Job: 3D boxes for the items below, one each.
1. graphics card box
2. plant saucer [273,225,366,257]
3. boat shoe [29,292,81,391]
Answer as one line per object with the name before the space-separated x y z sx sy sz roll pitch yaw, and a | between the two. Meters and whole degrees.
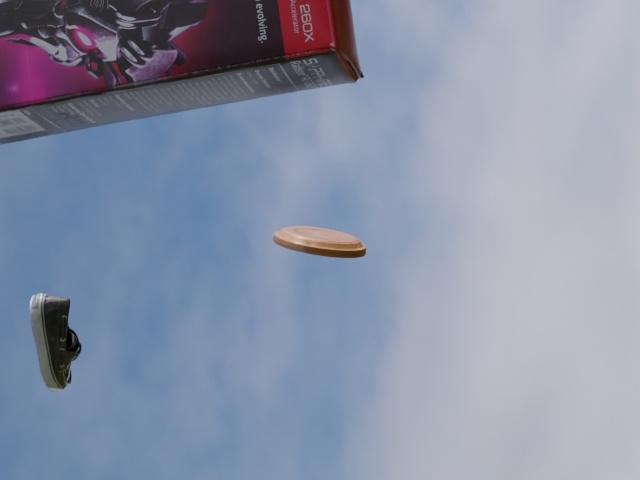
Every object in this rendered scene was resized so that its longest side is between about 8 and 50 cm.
graphics card box | -0.170 -0.203 1.031 0.094 0.371 0.232 35 -133 -76
plant saucer | 0.000 0.000 1.248 0.083 0.083 0.013 -9 -70 -62
boat shoe | -0.266 0.107 1.441 0.142 0.040 0.049 89 179 -49
